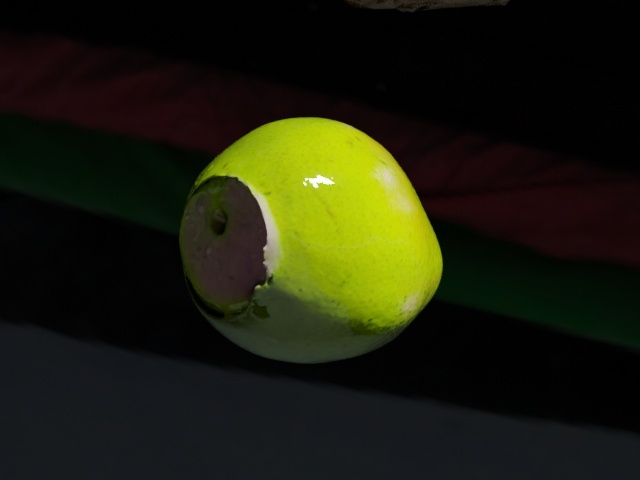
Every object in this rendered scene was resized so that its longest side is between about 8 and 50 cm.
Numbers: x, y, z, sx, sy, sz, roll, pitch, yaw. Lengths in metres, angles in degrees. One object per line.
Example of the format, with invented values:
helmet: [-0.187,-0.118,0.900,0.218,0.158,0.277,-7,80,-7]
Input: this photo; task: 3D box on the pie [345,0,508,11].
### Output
pie: [0.053,-0.180,0.537,0.273,0.069,0.273,-12,-51,-15]

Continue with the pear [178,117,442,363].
pear: [0.000,0.000,1.274,0.187,0.188,0.219,-12,-3,43]
